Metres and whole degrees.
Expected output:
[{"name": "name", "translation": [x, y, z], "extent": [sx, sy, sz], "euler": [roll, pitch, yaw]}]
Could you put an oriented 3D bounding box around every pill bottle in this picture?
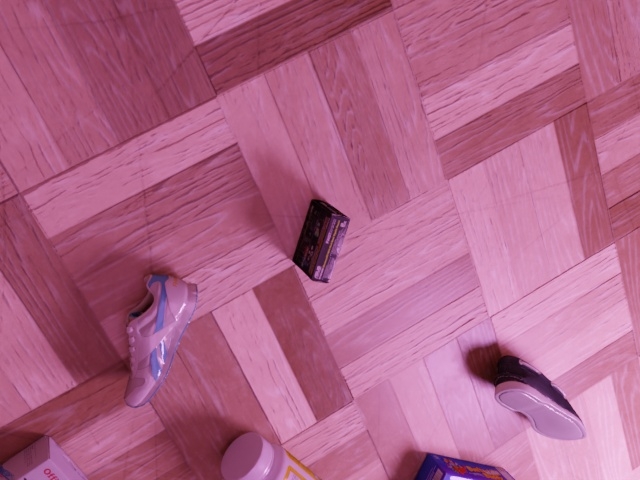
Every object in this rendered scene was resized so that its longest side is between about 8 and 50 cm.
[{"name": "pill bottle", "translation": [-0.083, 0.456, 1.424], "extent": [0.119, 0.119, 0.208], "euler": [-44, 119, -3]}]

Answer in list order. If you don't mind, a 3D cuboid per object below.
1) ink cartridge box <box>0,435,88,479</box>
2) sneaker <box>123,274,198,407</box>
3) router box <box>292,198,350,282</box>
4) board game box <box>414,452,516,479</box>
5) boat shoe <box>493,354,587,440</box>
[{"name": "ink cartridge box", "translation": [-0.492, 0.430, 1.260], "extent": [0.175, 0.072, 0.127], "euler": [-34, 118, -8]}, {"name": "sneaker", "translation": [-0.284, 0.164, 1.251], "extent": [0.092, 0.087, 0.229], "euler": [21, 93, -22]}, {"name": "router box", "translation": [0.000, 0.000, 1.303], "extent": [0.038, 0.092, 0.123], "euler": [11, 105, -27]}, {"name": "board game box", "translation": [0.270, 0.656, 1.679], "extent": [0.233, 0.078, 0.347], "euler": [20, 100, -29]}, {"name": "boat shoe", "translation": [0.483, 0.345, 1.642], "extent": [0.114, 0.091, 0.302], "euler": [-20, 134, 34]}]
